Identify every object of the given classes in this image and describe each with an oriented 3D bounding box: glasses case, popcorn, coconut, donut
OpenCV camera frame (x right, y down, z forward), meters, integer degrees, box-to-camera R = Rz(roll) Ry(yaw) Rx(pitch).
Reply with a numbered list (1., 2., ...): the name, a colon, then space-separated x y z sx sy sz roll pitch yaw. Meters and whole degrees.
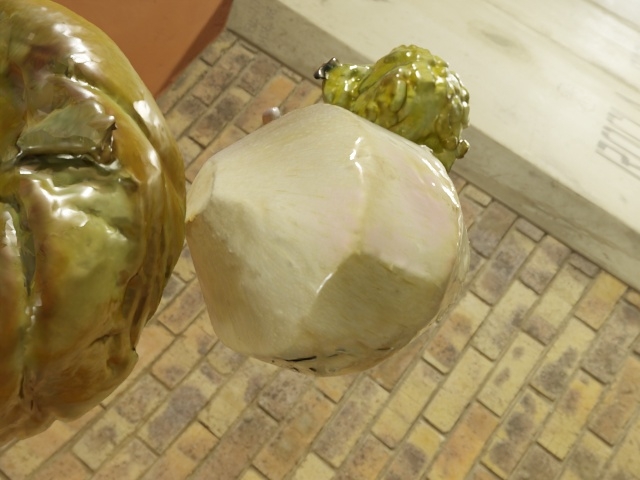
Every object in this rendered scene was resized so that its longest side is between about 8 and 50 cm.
1. glasses case: -0.085 -0.209 0.944 0.021 0.032 0.083 -13 9 -17
2. popcorn: 0.151 -0.234 1.063 0.293 0.293 0.237 -49 -51 -22
3. coconut: 0.000 0.000 0.682 0.353 0.352 0.353 -50 -13 -17
4. donut: -0.279 -0.012 0.406 0.360 0.360 0.170 -51 -17 -14
